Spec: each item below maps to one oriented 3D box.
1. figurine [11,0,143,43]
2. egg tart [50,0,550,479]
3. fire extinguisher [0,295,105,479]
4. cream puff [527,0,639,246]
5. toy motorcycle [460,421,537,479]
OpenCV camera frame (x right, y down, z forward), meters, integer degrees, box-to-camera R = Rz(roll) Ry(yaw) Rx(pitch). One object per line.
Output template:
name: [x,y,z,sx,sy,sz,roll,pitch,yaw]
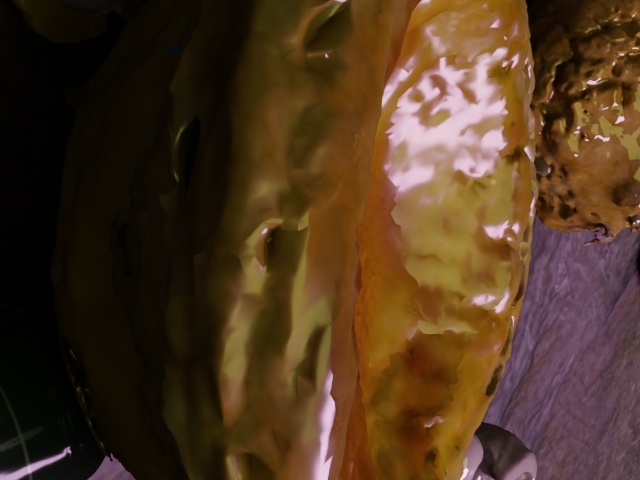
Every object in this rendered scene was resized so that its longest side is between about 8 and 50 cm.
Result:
figurine: [-0.088,-0.161,0.446,0.129,0.109,0.178,-51,160,-24]
egg tart: [0.000,0.000,0.504,0.388,0.169,0.387,3,90,-70]
fire extinguisher: [-0.187,0.097,0.460,0.311,0.095,0.114,-25,154,-37]
cream puff: [0.198,-0.089,0.760,0.189,0.129,0.189,-20,120,-38]
toy motorcycle: [0.069,0.236,0.796,0.341,0.108,0.223,-39,143,-37]
